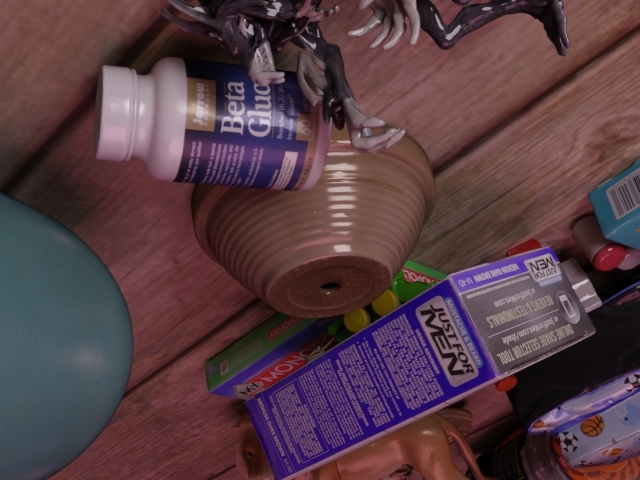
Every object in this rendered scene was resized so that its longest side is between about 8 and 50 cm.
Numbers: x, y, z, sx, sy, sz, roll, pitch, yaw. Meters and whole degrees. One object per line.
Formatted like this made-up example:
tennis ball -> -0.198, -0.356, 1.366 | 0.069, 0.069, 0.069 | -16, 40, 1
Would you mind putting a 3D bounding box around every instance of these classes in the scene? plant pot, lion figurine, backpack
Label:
plant pot -> -0.301, 0.089, 0.725 | 0.293, 0.293, 0.235 | -27, 158, 25
lion figurine -> 0.073, 0.319, 1.300 | 0.392, 0.142, 0.240 | -13, 110, -7
plant pot -> 0.000, 0.000, 0.824 | 0.237, 0.110, 0.237 | -8, 149, -5
backpack -> 0.386, 0.165, 1.112 | 0.276, 0.213, 0.263 | -30, 162, 28

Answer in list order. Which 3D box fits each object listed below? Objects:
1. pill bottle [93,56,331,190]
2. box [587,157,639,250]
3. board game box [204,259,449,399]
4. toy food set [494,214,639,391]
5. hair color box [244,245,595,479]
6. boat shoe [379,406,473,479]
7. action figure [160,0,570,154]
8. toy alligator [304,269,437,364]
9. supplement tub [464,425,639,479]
pill bottle -> -0.084, -0.090, 0.667 | 0.169, 0.094, 0.094 | 3, 146, -19
box -> 0.412, -0.024, 0.955 | 0.244, 0.060, 0.100 | 15, 140, -35
board game box -> 0.033, 0.127, 1.097 | 0.213, 0.046, 0.317 | 18, 138, -40
toy food set -> 0.268, 0.064, 0.971 | 0.232, 0.105, 0.111 | -26, 138, 2
hair color box -> 0.093, 0.136, 0.916 | 0.185, 0.110, 0.338 | -11, 162, -46
boat shoe -> 0.121, 0.360, 1.441 | 0.302, 0.098, 0.109 | -25, 146, 22
action figure -> 0.032, -0.148, 0.571 | 0.275, 0.141, 0.164 | -12, 160, -1
toy alligator -> 0.041, 0.074, 0.930 | 0.189, 0.051, 0.056 | -34, 166, 32
supplement tub -> 0.399, 0.411, 1.518 | 0.193, 0.194, 0.316 | 3, 146, -22
